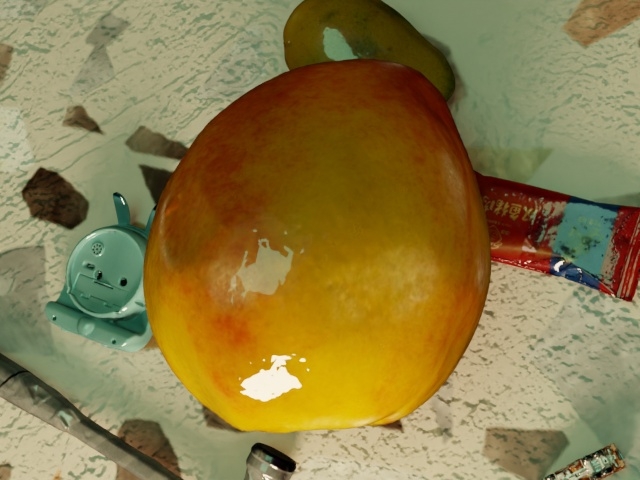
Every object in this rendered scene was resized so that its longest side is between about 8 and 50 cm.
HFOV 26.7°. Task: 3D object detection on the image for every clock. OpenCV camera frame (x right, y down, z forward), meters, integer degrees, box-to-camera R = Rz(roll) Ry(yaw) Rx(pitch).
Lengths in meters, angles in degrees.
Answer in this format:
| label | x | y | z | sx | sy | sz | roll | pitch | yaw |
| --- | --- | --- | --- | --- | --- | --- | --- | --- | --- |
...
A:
| label | x | y | z | sx | sy | sz | roll | pitch | yaw |
| --- | --- | --- | --- | --- | --- | --- | --- | --- | --- |
| clock | -0.198 | 0.029 | 1.313 | 0.108 | 0.045 | 0.147 | 18 | 85 | 23 |

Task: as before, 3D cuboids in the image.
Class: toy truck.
| label | x | y | z | sx | sy | sz | roll | pitch | yaw |
| --- | --- | --- | --- | --- | --- | --- | --- | --- | --- |
| toy truck | 0.213 | 0.196 | 1.121 | 0.083 | 0.032 | 0.024 | -30 | 72 | 10 |

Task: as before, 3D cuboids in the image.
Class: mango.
| label | x | y | z | sx | sy | sz | roll | pitch | yaw |
| --- | --- | --- | --- | --- | --- | --- | --- | --- | --- |
| mango | 0.039 | -0.164 | 1.240 | 0.111 | 0.089 | 0.163 | -46 | 75 | 5 |

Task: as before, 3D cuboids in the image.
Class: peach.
| label | x | y | z | sx | sy | sz | roll | pitch | yaw |
| --- | --- | --- | --- | --- | --- | --- | --- | --- | --- |
| peach | -0.004 | -0.001 | 1.117 | 0.289 | 0.289 | 0.307 | 7 | 94 | 23 |

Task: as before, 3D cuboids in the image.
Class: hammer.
| label | x | y | z | sx | sy | sz | roll | pitch | yaw |
| --- | --- | --- | --- | --- | --- | --- | --- | --- | --- |
| hammer | -0.220 | 0.174 | 1.294 | 0.427 | 0.044 | 0.152 | 30 | 91 | 26 |

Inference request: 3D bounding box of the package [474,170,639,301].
| label | x | y | z | sx | sy | sz | roll | pitch | yaw |
| --- | --- | --- | --- | --- | --- | --- | --- | --- | --- |
| package | 0.190 | -0.010 | 1.182 | 0.200 | 0.022 | 0.083 | 16 | 84 | 25 |
